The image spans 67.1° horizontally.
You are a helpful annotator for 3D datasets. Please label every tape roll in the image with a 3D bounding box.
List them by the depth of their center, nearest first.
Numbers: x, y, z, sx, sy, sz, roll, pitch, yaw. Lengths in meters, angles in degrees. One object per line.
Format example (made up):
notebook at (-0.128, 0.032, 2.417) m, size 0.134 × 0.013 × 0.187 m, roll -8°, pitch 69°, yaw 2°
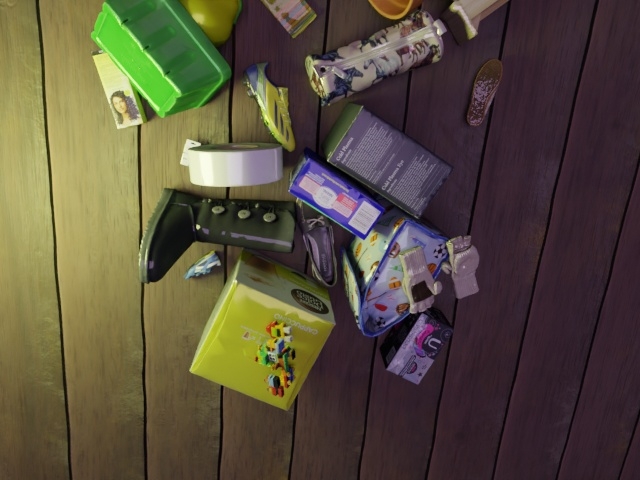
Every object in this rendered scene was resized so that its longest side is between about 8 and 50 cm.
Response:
tape roll at (-0.253, -0.235, 1.462) m, size 0.286 × 0.286 × 0.100 m, roll -2°, pitch 106°, yaw -4°

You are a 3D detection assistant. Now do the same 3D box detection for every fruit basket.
fruit basket at (-0.401, -0.596, 1.400) m, size 0.392 × 0.283 × 0.392 m, roll 11°, pitch 72°, yaw -35°

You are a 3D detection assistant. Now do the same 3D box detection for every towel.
towel at (-0.125, -0.739, 1.462) m, size 0.102 × 0.021 × 0.237 m, roll -43°, pitch 104°, yaw 7°

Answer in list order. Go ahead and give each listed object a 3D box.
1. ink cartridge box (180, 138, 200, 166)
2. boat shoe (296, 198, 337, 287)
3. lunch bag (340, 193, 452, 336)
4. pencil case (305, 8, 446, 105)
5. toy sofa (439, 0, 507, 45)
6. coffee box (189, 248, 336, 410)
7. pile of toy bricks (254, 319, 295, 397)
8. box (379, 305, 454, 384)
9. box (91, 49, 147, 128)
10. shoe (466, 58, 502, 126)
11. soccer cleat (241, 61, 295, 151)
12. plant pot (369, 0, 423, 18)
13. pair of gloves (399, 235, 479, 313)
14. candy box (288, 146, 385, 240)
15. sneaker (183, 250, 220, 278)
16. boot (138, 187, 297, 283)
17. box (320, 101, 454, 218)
ink cartridge box at (-0.419, -0.283, 1.568) m, size 0.048 × 0.028 × 0.083 m, roll 17°, pitch 104°, yaw -9°
boat shoe at (0.000, 0.000, 1.633) m, size 0.112 × 0.095 × 0.335 m, roll -16°, pitch 104°, yaw -14°
lunch bag at (0.202, 0.080, 1.563) m, size 0.238 × 0.328 × 0.386 m, roll 24°, pitch 105°, yaw -15°
pencil case at (0.163, -0.550, 1.455) m, size 0.410 × 0.183 × 0.160 m, roll -22°, pitch 106°, yaw 1°
toy sofa at (0.535, -0.768, 1.436) m, size 0.362 × 0.150 × 0.177 m, roll -35°, pitch 101°, yaw 6°
coffee box at (-0.184, 0.276, 1.588) m, size 0.337 × 0.334 × 0.338 m, roll 25°, pitch 103°, yaw -11°
pile of toy bricks at (-0.142, 0.343, 1.393) m, size 0.105 × 0.118 × 0.212 m, roll 8°, pitch 117°, yaw 25°
box at (0.343, 0.359, 1.740) m, size 0.142 × 0.163 × 0.247 m, roll 26°, pitch 103°, yaw -9°
box at (-0.615, -0.468, 1.485) m, size 0.087 × 0.058 × 0.232 m, roll -15°, pitch 106°, yaw 0°
shoe at (0.528, -0.478, 1.573) m, size 0.076 × 0.058 × 0.219 m, roll 22°, pitch 100°, yaw 10°
soccer cleat at (-0.138, -0.419, 1.518) m, size 0.121 × 0.093 × 0.289 m, roll -30°, pitch 107°, yaw -2°
plant pot at (0.250, -0.807, 1.354) m, size 0.203 × 0.291 × 0.291 m, roll -31°, pitch 107°, yaw -13°
pair of gloves at (0.354, 0.099, 1.407) m, size 0.240 × 0.042 × 0.204 m, roll -14°, pitch 113°, yaw -8°
candy box at (0.038, -0.154, 1.490) m, size 0.268 × 0.317 × 0.122 m, roll 33°, pitch 103°, yaw -11°
sneaker at (-0.410, 0.097, 1.667) m, size 0.144 × 0.053 × 0.059 m, roll -34°, pitch 108°, yaw 7°
boot at (-0.299, -0.002, 1.504) m, size 0.445 × 0.367 × 0.146 m, roll 9°, pitch 140°, yaw -7°
box at (0.183, -0.255, 1.457) m, size 0.312 × 0.343 × 0.179 m, roll 30°, pitch 103°, yaw -12°
